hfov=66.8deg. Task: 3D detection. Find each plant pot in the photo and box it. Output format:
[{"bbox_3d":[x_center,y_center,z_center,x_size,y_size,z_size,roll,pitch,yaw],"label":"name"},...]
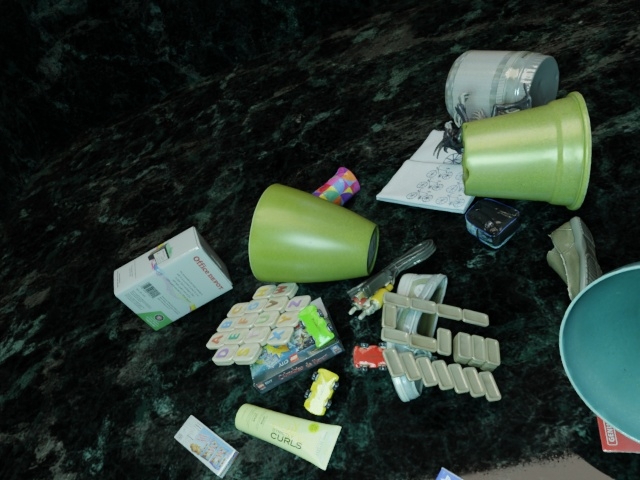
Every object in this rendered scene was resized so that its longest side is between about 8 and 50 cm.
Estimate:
[{"bbox_3d":[0.473,-0.205,1.169,0.254,0.276,0.275,-1,48,15],"label":"plant pot"},{"bbox_3d":[0.000,0.000,1.309,0.294,0.274,0.274,9,53,17],"label":"plant pot"},{"bbox_3d":[0.553,0.149,0.747,0.290,0.289,0.196,16,25,39],"label":"plant pot"}]

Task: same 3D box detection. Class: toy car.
[{"bbox_3d":[0.027,0.250,1.121,0.239,0.053,0.224,-33,72,-4],"label":"toy car"}]

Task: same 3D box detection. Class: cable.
[{"bbox_3d":[0.181,0.100,1.250,0.287,0.072,0.139,-33,7,-25],"label":"cable"}]

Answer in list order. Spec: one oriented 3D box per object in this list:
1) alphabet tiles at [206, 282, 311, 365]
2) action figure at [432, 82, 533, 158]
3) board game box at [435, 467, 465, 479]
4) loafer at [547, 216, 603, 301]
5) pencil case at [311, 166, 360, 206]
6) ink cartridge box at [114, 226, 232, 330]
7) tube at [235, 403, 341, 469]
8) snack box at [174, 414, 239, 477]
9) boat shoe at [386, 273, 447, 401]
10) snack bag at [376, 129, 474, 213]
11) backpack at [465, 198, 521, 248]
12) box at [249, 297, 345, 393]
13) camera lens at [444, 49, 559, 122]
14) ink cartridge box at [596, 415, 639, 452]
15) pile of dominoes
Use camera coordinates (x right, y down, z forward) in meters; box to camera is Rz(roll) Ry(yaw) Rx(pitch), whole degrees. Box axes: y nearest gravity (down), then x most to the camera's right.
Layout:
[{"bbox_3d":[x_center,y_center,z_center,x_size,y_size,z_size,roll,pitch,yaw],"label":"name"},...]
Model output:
[{"bbox_3d":[-0.167,0.214,1.290,0.278,0.021,0.284,-11,32,33],"label":"alphabet tiles"},{"bbox_3d":[0.428,-0.320,1.317,0.276,0.164,0.140,-20,73,23],"label":"action figure"},{"bbox_3d":[0.227,0.543,0.709,0.232,0.141,0.291,17,59,39],"label":"board game box"},{"bbox_3d":[0.551,0.056,1.057,0.087,0.094,0.251,-30,25,39],"label":"loafer"},{"bbox_3d":[0.014,-0.126,1.522,0.236,0.104,0.104,-40,42,-12],"label":"pencil case"},{"bbox_3d":[-0.437,0.116,1.459,0.278,0.201,0.117,-30,42,1],"label":"ink cartridge box"},{"bbox_3d":[-0.076,0.419,1.070,0.240,0.062,0.069,8,94,29],"label":"tube"},{"bbox_3d":[-0.270,0.481,1.143,0.178,0.022,0.064,17,58,40],"label":"snack box"},{"bbox_3d":[0.218,0.200,1.073,0.103,0.118,0.320,-10,38,28],"label":"boat shoe"},{"bbox_3d":[0.371,-0.220,1.422,0.323,0.037,0.342,16,58,50],"label":"snack bag"},{"bbox_3d":[0.425,-0.042,1.212,0.105,0.084,0.114,-40,47,-12],"label":"backpack"},{"bbox_3d":[-0.072,0.262,1.227,0.233,0.044,0.159,-28,41,3],"label":"box"},{"bbox_3d":[0.531,-0.450,1.450,0.274,0.219,0.219,22,63,42],"label":"camera lens"},{"bbox_3d":[0.621,0.223,0.856,0.261,0.066,0.296,-7,46,23],"label":"ink cartridge box"},{"bbox_3d":[0.241,0.220,0.998,0.252,0.040,0.195,13,50,-2],"label":"pile of dominoes"}]
